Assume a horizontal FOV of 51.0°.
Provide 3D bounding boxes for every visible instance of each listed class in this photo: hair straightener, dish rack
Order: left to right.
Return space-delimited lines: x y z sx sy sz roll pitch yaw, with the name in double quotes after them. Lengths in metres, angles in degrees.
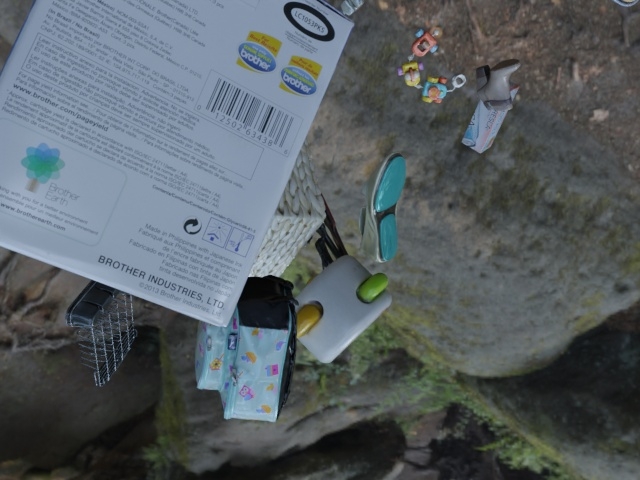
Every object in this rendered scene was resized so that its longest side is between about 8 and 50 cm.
-0.532 0.217 1.666 0.074 0.208 0.271 14 128 9 "dish rack"
0.000 0.000 1.435 0.047 0.089 0.230 -8 107 65 "hair straightener"

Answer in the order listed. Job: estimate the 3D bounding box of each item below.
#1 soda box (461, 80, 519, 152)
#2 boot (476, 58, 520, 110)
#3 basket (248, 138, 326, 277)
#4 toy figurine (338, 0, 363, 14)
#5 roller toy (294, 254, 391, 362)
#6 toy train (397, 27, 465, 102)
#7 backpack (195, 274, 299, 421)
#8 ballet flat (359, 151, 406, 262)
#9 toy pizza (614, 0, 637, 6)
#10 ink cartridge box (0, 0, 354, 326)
0.418 -0.311 1.660 0.063 0.058 0.183 36 132 22 "soda box"
0.327 -0.277 1.211 0.118 0.042 0.086 17 136 64 "boot"
-0.187 -0.106 1.394 0.267 0.328 0.331 2 149 -25 "basket"
0.029 -0.697 1.761 0.210 0.148 0.212 5 114 5 "toy figurine"
0.026 0.130 1.311 0.146 0.209 0.191 45 168 9 "roller toy"
0.244 -0.379 1.489 0.125 0.046 0.166 -36 114 22 "toy train"
-0.103 0.157 0.946 0.145 0.166 0.188 -2 105 -8 "backpack"
0.112 -0.069 1.330 0.086 0.086 0.248 6 121 6 "ballet flat"
0.507 -0.493 1.112 0.201 0.201 0.032 36 158 -34 "toy pizza"
-0.148 -0.149 0.653 0.270 0.395 0.151 25 175 -26 "ink cartridge box"
